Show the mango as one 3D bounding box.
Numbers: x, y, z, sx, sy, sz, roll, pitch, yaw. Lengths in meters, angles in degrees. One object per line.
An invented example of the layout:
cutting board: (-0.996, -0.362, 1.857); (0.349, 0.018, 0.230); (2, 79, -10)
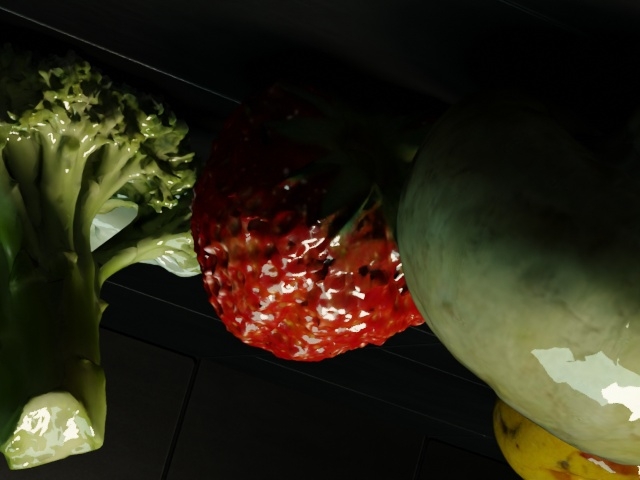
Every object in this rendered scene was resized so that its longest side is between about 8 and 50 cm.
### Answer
mango: (0.359, 0.226, 2.524); (0.253, 0.182, 0.365); (19, 157, -2)

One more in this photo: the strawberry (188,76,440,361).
strawberry: (0.000, 0.000, 1.715); (0.250, 0.238, 0.288); (28, 142, -7)

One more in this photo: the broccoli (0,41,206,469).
broccoli: (-0.289, -0.004, 1.800); (0.353, 0.397, 0.275); (17, 144, 16)

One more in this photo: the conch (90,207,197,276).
conch: (-0.213, -0.038, 2.135); (0.221, 0.121, 0.185); (10, 170, 6)

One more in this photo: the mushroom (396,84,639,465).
mushroom: (0.217, 0.016, 1.483); (0.352, 0.260, 0.352); (32, -171, -6)
